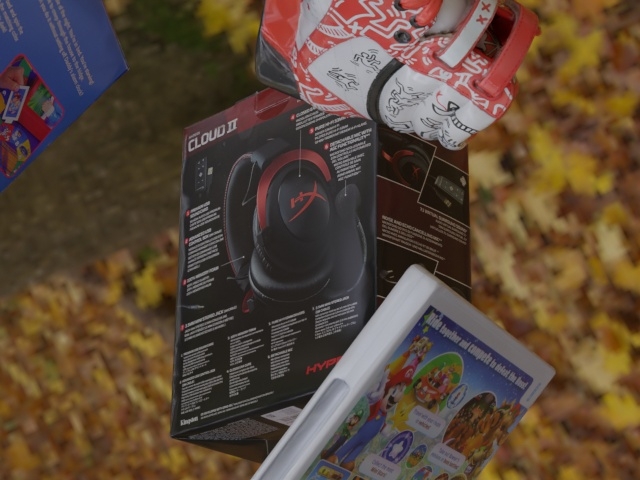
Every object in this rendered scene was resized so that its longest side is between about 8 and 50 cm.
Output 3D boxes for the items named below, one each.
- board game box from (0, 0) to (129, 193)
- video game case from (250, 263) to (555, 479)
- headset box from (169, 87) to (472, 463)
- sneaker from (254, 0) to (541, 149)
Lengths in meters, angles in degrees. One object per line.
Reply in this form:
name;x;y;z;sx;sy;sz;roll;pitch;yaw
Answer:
board game box;-0.249;-0.143;1.012;0.078;0.233;0.347;31;156;28
video game case;0.006;0.069;0.464;0.011;0.122;0.087;38;-179;32
headset box;0.000;0.000;1.391;0.218;0.110;0.293;-22;58;40
sneaker;0.045;-0.142;0.931;0.145;0.090;0.270;21;154;8
